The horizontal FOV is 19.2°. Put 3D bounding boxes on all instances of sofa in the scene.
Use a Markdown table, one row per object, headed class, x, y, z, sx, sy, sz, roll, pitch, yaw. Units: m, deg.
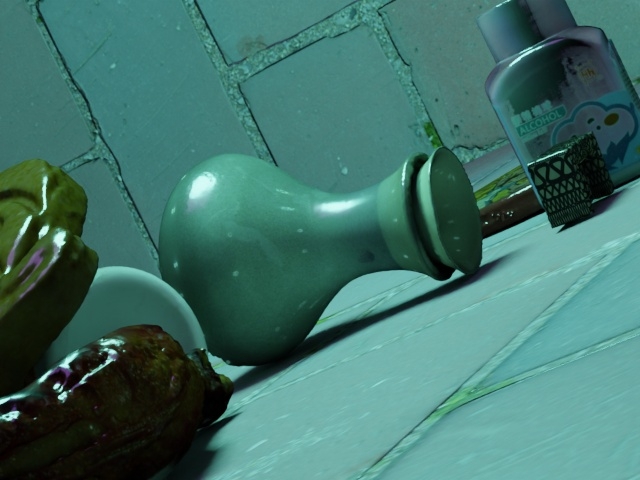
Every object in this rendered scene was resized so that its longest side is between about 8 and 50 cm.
| class | x | y | z | sx | sy | sz | roll | pitch | yaw |
| --- | --- | --- | --- | --- | --- | --- | --- | --- | --- |
| sofa | 0.208 | -0.051 | 1.558 | 0.039 | 0.060 | 0.118 | -18 | 4 | 21 |

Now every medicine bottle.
| class | x | y | z | sx | sy | sz | roll | pitch | yaw |
| --- | --- | --- | --- | --- | --- | --- | --- | --- | --- |
| medicine bottle | 0.214 | -0.131 | 1.673 | 0.119 | 0.188 | 0.094 | -26 | 3 | 13 |
| medicine bottle | -0.205 | 0.114 | 1.464 | 0.144 | 0.144 | 0.252 | -28 | 1 | -37 |

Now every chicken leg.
| class | x | y | z | sx | sy | sz | roll | pitch | yaw |
| --- | --- | --- | --- | --- | --- | --- | --- | --- | --- |
| chicken leg | -0.136 | 0.126 | 1.185 | 0.158 | 0.096 | 0.407 | -46 | -9 | 26 |

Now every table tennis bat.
| class | x | y | z | sx | sy | sz | roll | pitch | yaw |
| --- | --- | --- | --- | --- | --- | --- | --- | --- | --- |
| table tennis bat | 0.286 | -0.096 | 1.891 | 0.414 | 0.051 | 0.268 | -30 | 4 | -22 |

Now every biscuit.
| class | x | y | z | sx | sy | sz | roll | pitch | yaw |
| --- | --- | --- | --- | --- | --- | --- | --- | --- | --- |
| biscuit | -0.291 | 0.091 | 1.380 | 0.350 | 0.070 | 0.394 | -38 | 25 | 32 |

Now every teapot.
| class | x | y | z | sx | sy | sz | roll | pitch | yaw |
| --- | --- | --- | --- | --- | --- | --- | --- | --- | --- |
| teapot | 0.000 | 0.000 | 1.552 | 0.250 | 0.184 | 0.183 | -14 | 7 | 24 |
